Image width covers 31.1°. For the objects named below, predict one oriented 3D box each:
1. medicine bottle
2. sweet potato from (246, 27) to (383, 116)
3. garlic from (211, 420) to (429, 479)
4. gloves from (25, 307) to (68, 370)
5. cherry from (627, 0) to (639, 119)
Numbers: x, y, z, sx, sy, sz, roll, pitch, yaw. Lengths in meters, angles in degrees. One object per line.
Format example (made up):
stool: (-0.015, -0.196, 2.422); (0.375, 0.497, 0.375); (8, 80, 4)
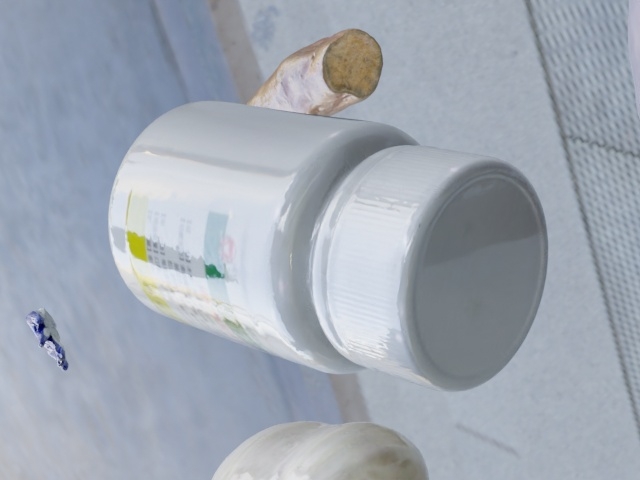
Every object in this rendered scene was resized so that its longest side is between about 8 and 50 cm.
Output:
medicine bottle: (0.000, 0.000, 0.953); (0.340, 0.208, 0.208); (14, 122, 44)
sweet potato: (-0.022, -0.192, 1.462); (0.252, 0.097, 0.097); (-22, 96, 46)
garlic: (0.036, 0.258, 0.770); (0.185, 0.203, 0.281); (-22, 97, 60)
gloves: (-0.298, 0.105, 1.251); (0.086, 0.026, 0.064); (52, 169, 43)
cherry: (0.343, -0.205, 0.790); (0.291, 0.326, 0.334); (8, 129, 2)
